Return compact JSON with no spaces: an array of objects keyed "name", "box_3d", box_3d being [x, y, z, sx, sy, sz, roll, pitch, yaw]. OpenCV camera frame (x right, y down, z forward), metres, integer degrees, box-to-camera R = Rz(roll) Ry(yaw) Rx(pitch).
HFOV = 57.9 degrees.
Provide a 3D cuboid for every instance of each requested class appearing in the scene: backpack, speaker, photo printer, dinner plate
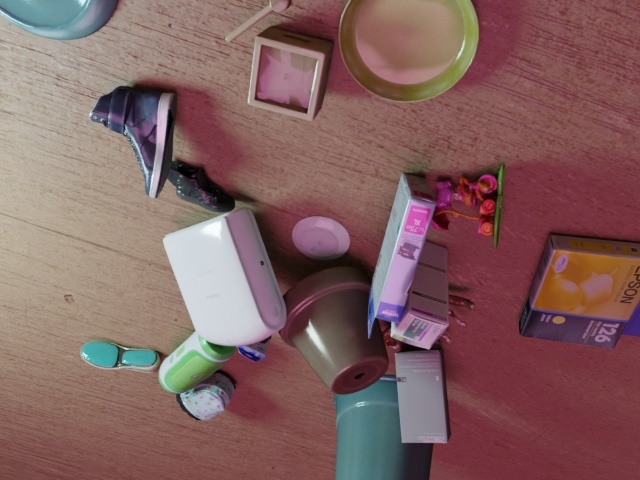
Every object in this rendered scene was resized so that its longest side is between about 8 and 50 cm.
[{"name":"backpack","box_3d":[-0.357,0.498,1.843,0.182,0.115,0.152,-31,116,30]},{"name":"speaker","box_3d":[-0.364,0.347,1.702,0.131,0.131,0.296,34,130,-18]},{"name":"photo printer","box_3d":[-0.220,0.099,1.353,0.256,0.107,0.307,-14,97,38]},{"name":"dinner plate","box_3d":[0.000,0.000,1.384,0.141,0.017,0.141,7,133,8]}]

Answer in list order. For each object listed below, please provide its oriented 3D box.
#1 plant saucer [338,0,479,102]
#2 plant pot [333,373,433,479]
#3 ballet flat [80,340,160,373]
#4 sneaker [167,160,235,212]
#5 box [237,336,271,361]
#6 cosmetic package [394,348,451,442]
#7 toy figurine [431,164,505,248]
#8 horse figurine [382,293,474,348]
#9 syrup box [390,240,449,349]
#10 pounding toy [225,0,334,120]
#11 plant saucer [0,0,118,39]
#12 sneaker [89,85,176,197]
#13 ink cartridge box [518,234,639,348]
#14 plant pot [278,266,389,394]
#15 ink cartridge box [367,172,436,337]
[{"name":"plant saucer","box_3d":[0.153,-0.358,1.014,0.241,0.037,0.241,6,132,7]},{"name":"plant pot","box_3d":[0.185,0.632,1.696,0.341,0.334,0.341,6,133,6]},{"name":"ballet flat","box_3d":[-0.625,0.374,1.820,0.249,0.086,0.086,10,133,3]},{"name":"sneaker","box_3d":[-0.273,-0.124,1.307,0.170,0.051,0.089,17,136,3]},{"name":"box","box_3d":[-0.175,0.261,1.573,0.081,0.136,0.028,32,130,-16]},{"name":"cosmetic package","box_3d":[0.274,0.414,1.549,0.127,0.237,0.107,-8,170,16]},{"name":"toy figurine","box_3d":[0.293,-0.076,1.200,0.159,0.130,0.173,7,111,19]},{"name":"horse figurine","box_3d":[0.276,0.201,1.471,0.175,0.066,0.263,18,135,-12]},{"name":"syrup box","box_3d":[0.222,0.112,1.285,0.096,0.236,0.093,19,133,-5]},{"name":"pounding toy","box_3d":[-0.072,-0.347,1.043,0.181,0.094,0.206,16,124,5]},{"name":"plant saucer","box_3d":[-0.517,-0.503,1.028,0.318,0.043,0.317,7,133,7]},{"name":"sneaker","box_3d":[-0.394,-0.208,1.206,0.164,0.086,0.226,9,109,-5]},{"name":"ink cartridge box","box_3d":[0.644,0.128,1.324,0.307,0.072,0.303,7,132,8]},{"name":"plant pot","box_3d":[0.046,0.228,1.366,0.263,0.229,0.263,-16,141,-14]},{"name":"ink cartridge box","box_3d":[0.161,0.033,1.197,0.065,0.186,0.311,15,111,-2]}]
